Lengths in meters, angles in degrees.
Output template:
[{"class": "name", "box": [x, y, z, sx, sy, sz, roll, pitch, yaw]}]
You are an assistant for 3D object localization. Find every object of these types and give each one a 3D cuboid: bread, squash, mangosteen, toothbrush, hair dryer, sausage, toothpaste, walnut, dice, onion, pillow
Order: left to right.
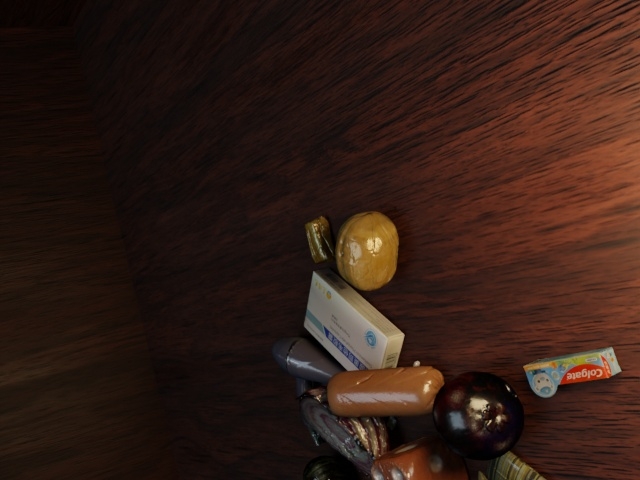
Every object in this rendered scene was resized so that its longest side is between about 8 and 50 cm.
[{"class": "hair dryer", "box": [-0.008, 0.473, 2.201, 0.301, 0.121, 0.361, 18, 124, 43]}, {"class": "bread", "box": [0.000, 0.000, 2.056, 0.074, 0.053, 0.132, -26, 78, 60]}, {"class": "squash", "box": [0.021, 0.738, 2.168, 0.193, 0.156, 0.193, 49, 158, 29]}, {"class": "onion", "box": [0.078, 0.507, 2.020, 0.314, 0.146, 0.280, 40, 157, 6]}, {"class": "walnut", "box": [0.114, 0.025, 1.804, 0.165, 0.165, 0.197, 31, 132, 48]}, {"class": "sausage", "box": [0.163, 0.376, 1.809, 0.304, 0.121, 0.121, -10, 92, 33]}, {"class": "toothbrush", "box": [0.214, 0.405, 1.896, 0.024, 0.018, 0.257, 45, 134, 35]}, {"class": "dice", "box": [0.243, 0.585, 1.770, 0.174, 0.175, 0.179, -33, 72, 53]}, {"class": "mangosteen", "box": [0.332, 0.373, 1.582, 0.230, 0.194, 0.194, 148, 108, -81]}, {"class": "pillow", "box": [0.440, 0.532, 1.587, 0.203, 0.038, 0.113, 33, 126, 47]}, {"class": "toothpaste", "box": [0.490, 0.260, 1.424, 0.193, 0.044, 0.070, -28, 78, 55]}]

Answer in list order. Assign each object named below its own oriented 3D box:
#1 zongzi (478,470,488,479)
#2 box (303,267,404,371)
[{"class": "zongzi", "box": [0.376, 0.652, 1.688, 0.178, 0.081, 0.189, 62, 146, 35]}, {"class": "box", "box": [0.082, 0.244, 1.998, 0.343, 0.065, 0.200, 40, 132, 42]}]
